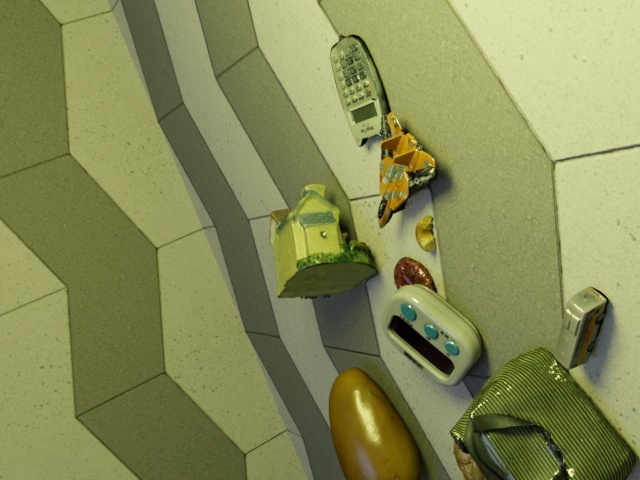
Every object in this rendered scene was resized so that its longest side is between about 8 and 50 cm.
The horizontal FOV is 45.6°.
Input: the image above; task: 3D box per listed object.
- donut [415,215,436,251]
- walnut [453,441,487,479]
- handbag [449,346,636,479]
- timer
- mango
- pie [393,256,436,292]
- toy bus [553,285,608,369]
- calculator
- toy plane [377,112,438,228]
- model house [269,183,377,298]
[{"bbox_3d":[0.252,-0.016,1.815,0.067,0.037,0.083,56,156,25],"label":"donut"},{"bbox_3d":[0.410,0.529,1.893,0.166,0.149,0.167,6,102,30],"label":"walnut"},{"bbox_3d":[0.449,0.427,1.603,0.341,0.240,0.247,53,157,21],"label":"handbag"},{"bbox_3d":[0.276,0.233,1.901,0.262,0.087,0.237,40,149,18],"label":"timer"},{"bbox_3d":[0.156,0.617,2.377,0.446,0.232,0.300,67,160,10],"label":"mango"},{"bbox_3d":[0.241,0.110,1.957,0.154,0.036,0.154,43,147,38],"label":"pie"},{"bbox_3d":[0.498,0.170,1.461,0.057,0.072,0.172,47,149,42],"label":"toy bus"},{"bbox_3d":[0.090,-0.361,1.811,0.177,0.040,0.268,-3,110,63],"label":"calculator"},{"bbox_3d":[0.185,-0.132,1.780,0.204,0.103,0.316,53,160,28],"label":"toy plane"},{"bbox_3d":[0.000,0.000,2.151,0.321,0.261,0.266,129,132,-62],"label":"model house"}]
